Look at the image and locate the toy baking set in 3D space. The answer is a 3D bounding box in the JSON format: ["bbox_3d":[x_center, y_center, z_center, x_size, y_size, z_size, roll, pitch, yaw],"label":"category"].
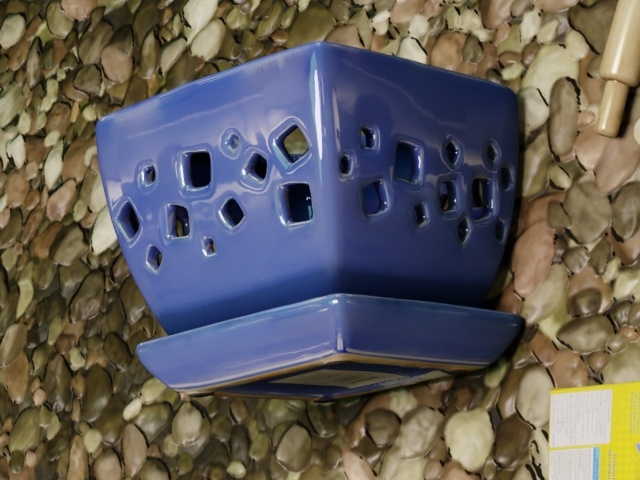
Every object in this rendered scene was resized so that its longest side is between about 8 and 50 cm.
[{"bbox_3d":[0.268,-0.119,1.295,0.196,0.030,0.256,20,92,45],"label":"toy baking set"}]

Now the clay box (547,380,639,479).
[{"bbox_3d":[0.246,0.150,1.219,0.222,0.053,0.127,-9,71,41],"label":"clay box"}]

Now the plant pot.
[{"bbox_3d":[0.000,0.000,1.387,0.236,0.236,0.212,-17,74,40],"label":"plant pot"}]
